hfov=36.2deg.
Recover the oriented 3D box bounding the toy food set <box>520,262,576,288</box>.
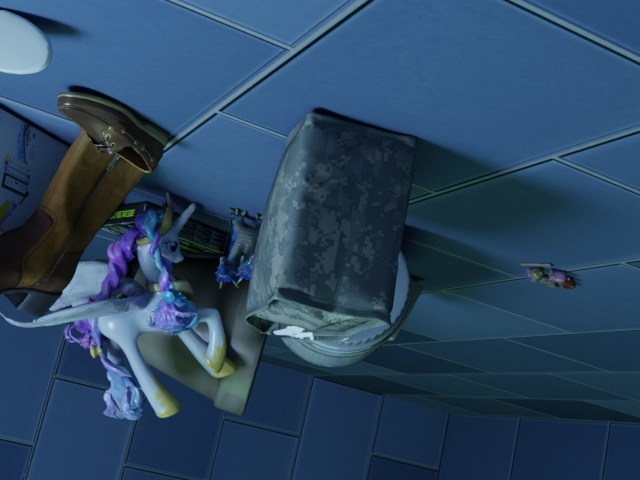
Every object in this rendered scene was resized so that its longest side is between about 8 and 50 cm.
[{"bbox_3d":[0.384,0.065,1.621,0.078,0.019,0.122,0,161,43],"label":"toy food set"}]

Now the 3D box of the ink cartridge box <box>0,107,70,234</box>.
[{"bbox_3d":[-0.509,-0.096,1.468,0.171,0.168,0.233,6,165,31],"label":"ink cartridge box"}]

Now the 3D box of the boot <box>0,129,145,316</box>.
[{"bbox_3d":[-0.392,-0.038,1.379,0.096,0.280,0.264,36,-179,35],"label":"boot"}]

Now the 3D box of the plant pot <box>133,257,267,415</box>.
[{"bbox_3d":[-0.241,0.160,1.961,0.280,0.323,0.323,16,166,-2],"label":"plant pot"}]

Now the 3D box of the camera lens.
[{"bbox_3d":[0.031,0.091,1.621,0.219,0.219,0.274,13,166,-1],"label":"camera lens"}]

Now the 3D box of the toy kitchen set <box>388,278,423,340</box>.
[{"bbox_3d":[0.059,0.091,1.897,0.207,0.122,0.166,37,161,-11],"label":"toy kitchen set"}]

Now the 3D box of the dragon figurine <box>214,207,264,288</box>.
[{"bbox_3d":[-0.136,0.035,1.707,0.085,0.144,0.289,14,166,-2],"label":"dragon figurine"}]

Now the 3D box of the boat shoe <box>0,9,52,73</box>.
[{"bbox_3d":[-0.377,-0.220,1.089,0.184,0.066,0.063,8,180,11],"label":"boat shoe"}]

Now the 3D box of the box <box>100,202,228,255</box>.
[{"bbox_3d":[-0.305,-0.018,1.863,0.191,0.045,0.184,23,161,-36],"label":"box"}]

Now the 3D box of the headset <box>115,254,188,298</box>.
[{"bbox_3d":[-0.380,0.125,2.207,0.243,0.185,0.394,4,175,32],"label":"headset"}]

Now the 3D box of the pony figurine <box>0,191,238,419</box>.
[{"bbox_3d":[-0.336,0.128,1.687,0.351,0.363,0.303,-20,-161,-9],"label":"pony figurine"}]

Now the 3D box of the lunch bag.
[{"bbox_3d":[0.000,0.000,1.253,0.169,0.235,0.287,13,166,-13],"label":"lunch bag"}]

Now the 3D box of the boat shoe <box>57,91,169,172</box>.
[{"bbox_3d":[-0.275,-0.143,1.299,0.064,0.060,0.178,1,162,39],"label":"boat shoe"}]
